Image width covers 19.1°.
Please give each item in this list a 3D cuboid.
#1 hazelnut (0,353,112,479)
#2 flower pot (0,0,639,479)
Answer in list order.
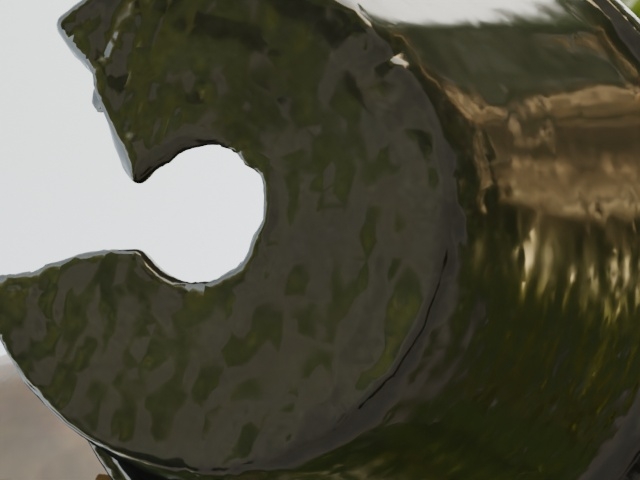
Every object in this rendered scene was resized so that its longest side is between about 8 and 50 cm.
[{"bbox_3d":[-0.131,0.242,1.200,0.365,0.366,0.366,-13,-56,-21],"label":"hazelnut"},{"bbox_3d":[0.000,0.000,0.901,0.379,0.379,0.251,-49,-18,7],"label":"flower pot"}]
